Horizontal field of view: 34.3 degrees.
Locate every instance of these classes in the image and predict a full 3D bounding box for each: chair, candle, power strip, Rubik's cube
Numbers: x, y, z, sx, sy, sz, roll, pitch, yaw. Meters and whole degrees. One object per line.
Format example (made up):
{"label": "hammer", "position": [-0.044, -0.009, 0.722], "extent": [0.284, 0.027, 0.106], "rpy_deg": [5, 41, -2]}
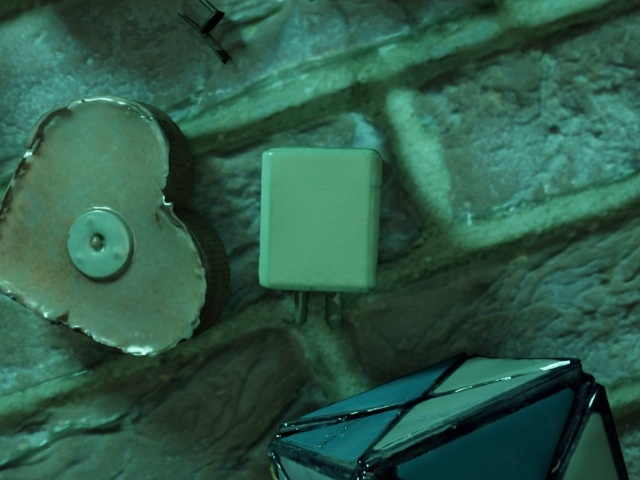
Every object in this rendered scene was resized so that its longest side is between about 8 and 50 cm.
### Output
{"label": "chair", "position": [-0.132, -0.262, 1.272], "extent": [0.042, 0.037, 0.086], "rpy_deg": [-42, 89, 17]}
{"label": "candle", "position": [-0.264, -0.001, 1.265], "extent": [0.287, 0.131, 0.317], "rpy_deg": [-24, 85, 11]}
{"label": "power strip", "position": [0.000, 0.000, 1.242], "extent": [0.139, 0.140, 0.224], "rpy_deg": [2, 96, 1]}
{"label": "Rubik's cube", "position": [0.149, 0.312, 1.150], "extent": [0.305, 0.307, 0.310], "rpy_deg": [-17, 94, -19]}

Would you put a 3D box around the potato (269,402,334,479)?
{"label": "potato", "position": [-0.014, 0.265, 1.308], "extent": [0.103, 0.066, 0.096], "rpy_deg": [-19, 91, 6]}
